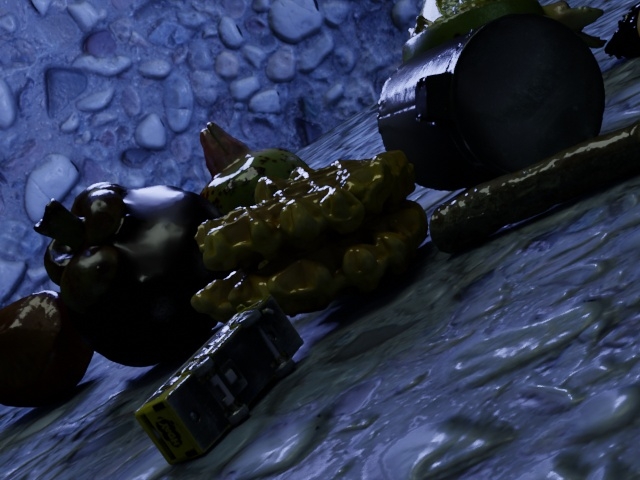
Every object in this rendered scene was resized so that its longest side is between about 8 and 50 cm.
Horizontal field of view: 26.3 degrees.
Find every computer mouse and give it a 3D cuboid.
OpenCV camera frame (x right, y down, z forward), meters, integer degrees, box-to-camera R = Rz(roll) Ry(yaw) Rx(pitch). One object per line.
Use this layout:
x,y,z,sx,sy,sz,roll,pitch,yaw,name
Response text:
0.536,-0.353,2.158,0.146,0.077,0.242,-34,8,-32,computer mouse

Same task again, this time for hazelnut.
-0.451,0.173,2.122,0.202,0.170,0.160,-15,13,25,hazelnut

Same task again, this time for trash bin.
0.205,-0.169,1.762,0.252,0.202,0.301,-4,1,-15,trash bin

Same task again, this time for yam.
0.242,-0.058,1.500,0.274,0.061,0.061,-24,10,30,yam

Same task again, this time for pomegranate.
-0.125,-0.086,2.277,0.214,0.248,0.214,-36,5,4,pomegranate
0.289,-0.306,2.204,0.341,0.260,0.260,-13,10,3,pomegranate

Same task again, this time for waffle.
-0.006,-0.008,1.654,0.261,0.151,0.324,-13,13,16,waffle

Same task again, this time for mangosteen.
-0.259,0.036,1.912,0.288,0.287,0.233,-34,-16,-26,mangosteen

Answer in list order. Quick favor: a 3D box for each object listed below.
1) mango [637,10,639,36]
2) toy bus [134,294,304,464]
0.543,-0.322,1.815,0.251,0.114,0.156,-28,1,18,mango
-0.098,0.144,1.430,0.074,0.081,0.226,-30,10,36,toy bus
